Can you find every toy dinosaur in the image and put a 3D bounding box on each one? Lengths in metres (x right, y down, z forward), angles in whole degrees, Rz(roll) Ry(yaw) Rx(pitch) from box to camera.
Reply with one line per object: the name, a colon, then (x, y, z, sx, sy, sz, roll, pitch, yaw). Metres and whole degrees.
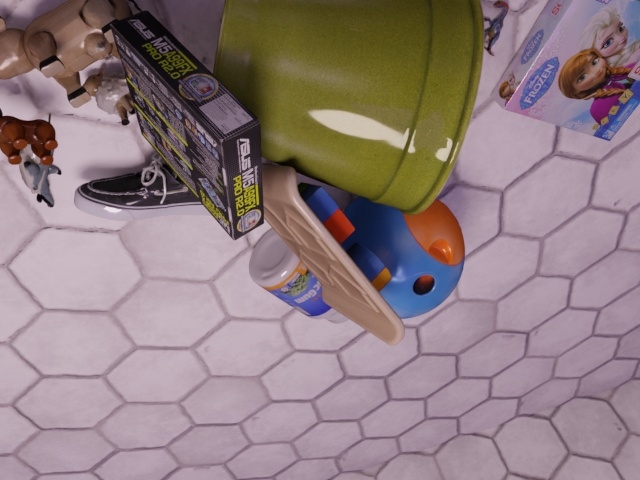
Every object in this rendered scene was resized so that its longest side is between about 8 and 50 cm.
toy dinosaur: (0.324, -0.402, 1.037, 0.082, 0.047, 0.090, -54, 159, 19)

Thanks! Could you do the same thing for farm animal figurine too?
farm animal figurine: (-0.413, -0.291, 0.798, 0.326, 0.172, 0.330, -24, 152, -21)

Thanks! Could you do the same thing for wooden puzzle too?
wooden puzzle: (0.000, 0.000, 0.992, 0.080, 0.322, 0.348, -40, 112, -13)

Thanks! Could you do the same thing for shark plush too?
shark plush: (-0.504, -0.118, 1.011, 0.067, 0.073, 0.161, -30, 138, -33)

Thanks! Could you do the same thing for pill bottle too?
pill bottle: (-0.024, 0.091, 1.290, 0.152, 0.152, 0.272, -37, 132, 17)

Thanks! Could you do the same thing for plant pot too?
plant pot: (0.011, -0.250, 0.881, 0.352, 0.367, 0.367, 9, 129, -9)

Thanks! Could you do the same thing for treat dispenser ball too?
treat dispenser ball: (0.164, 0.024, 1.191, 0.287, 0.288, 0.288, -9, 134, -10)

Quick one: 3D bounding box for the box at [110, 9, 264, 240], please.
box: (-0.183, -0.159, 0.787, 0.060, 0.270, 0.216, -34, 155, -22)

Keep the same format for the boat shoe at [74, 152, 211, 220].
boat shoe: (-0.300, -0.105, 1.047, 0.305, 0.113, 0.105, 1, 125, -22)

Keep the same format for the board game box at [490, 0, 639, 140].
board game box: (0.556, -0.376, 1.102, 0.317, 0.066, 0.319, 8, 129, -24)
